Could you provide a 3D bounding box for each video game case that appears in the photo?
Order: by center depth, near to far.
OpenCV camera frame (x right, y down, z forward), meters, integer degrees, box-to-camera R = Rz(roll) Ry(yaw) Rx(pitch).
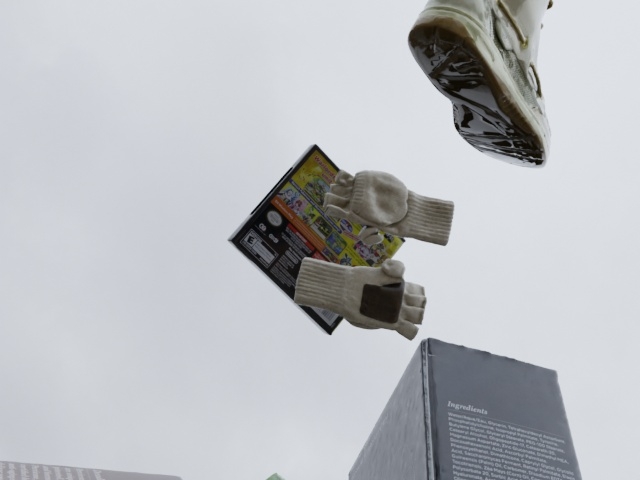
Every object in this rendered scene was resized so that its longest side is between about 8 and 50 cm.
[{"bbox_3d":[0.000,0.000,1.428,0.275,0.248,0.035,45,-16,-19],"label":"video game case"}]

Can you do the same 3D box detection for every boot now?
[{"bbox_3d":[0.156,-0.166,0.593,0.077,0.165,0.213,14,-16,37],"label":"boot"}]

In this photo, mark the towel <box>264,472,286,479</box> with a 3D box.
[{"bbox_3d":[-0.065,0.368,0.992,0.152,0.113,0.023,19,-52,56],"label":"towel"}]

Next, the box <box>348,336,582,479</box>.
[{"bbox_3d":[0.243,0.529,1.379,0.297,0.472,0.480,14,-51,-8],"label":"box"}]

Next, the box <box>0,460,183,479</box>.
[{"bbox_3d":[-0.296,0.280,0.591,0.143,0.381,0.191,6,-97,68],"label":"box"}]

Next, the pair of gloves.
[{"bbox_3d":[0.086,0.013,1.130,0.204,0.240,0.042,21,-13,-3],"label":"pair of gloves"}]
